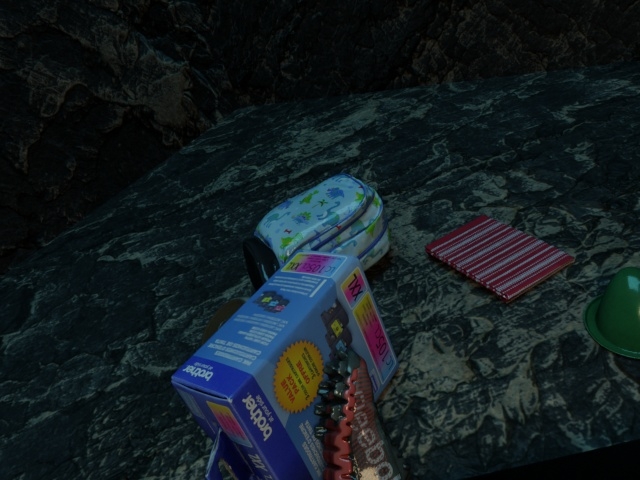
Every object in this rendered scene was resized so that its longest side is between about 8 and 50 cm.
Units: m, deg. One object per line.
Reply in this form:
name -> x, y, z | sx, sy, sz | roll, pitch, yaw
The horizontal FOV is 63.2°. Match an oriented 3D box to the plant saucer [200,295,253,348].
plant saucer -> -0.204, 0.199, 1.161 | 0.198, 0.036, 0.198 | -29, 36, 24

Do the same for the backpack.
backpack -> 0.000, 0.000, 1.266 | 0.355, 0.273, 0.290 | -15, 25, -14

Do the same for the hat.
hat -> 0.541, 0.066, 0.889 | 0.173, 0.183, 0.208 | -11, 32, 14

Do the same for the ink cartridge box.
ink cartridge box -> -0.054, 0.239, 0.856 | 0.151, 0.270, 0.395 | 4, 37, 43

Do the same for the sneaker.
sneaker -> 0.063, 0.301, 0.760 | 0.135, 0.276, 0.097 | 5, -17, -17

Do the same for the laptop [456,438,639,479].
laptop -> 0.277, 0.401, 0.480 | 0.382, 0.236, 0.408 | -21, -3, 17

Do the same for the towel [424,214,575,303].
towel -> 0.393, 0.032, 1.179 | 0.199, 0.031, 0.275 | -27, 33, -17
